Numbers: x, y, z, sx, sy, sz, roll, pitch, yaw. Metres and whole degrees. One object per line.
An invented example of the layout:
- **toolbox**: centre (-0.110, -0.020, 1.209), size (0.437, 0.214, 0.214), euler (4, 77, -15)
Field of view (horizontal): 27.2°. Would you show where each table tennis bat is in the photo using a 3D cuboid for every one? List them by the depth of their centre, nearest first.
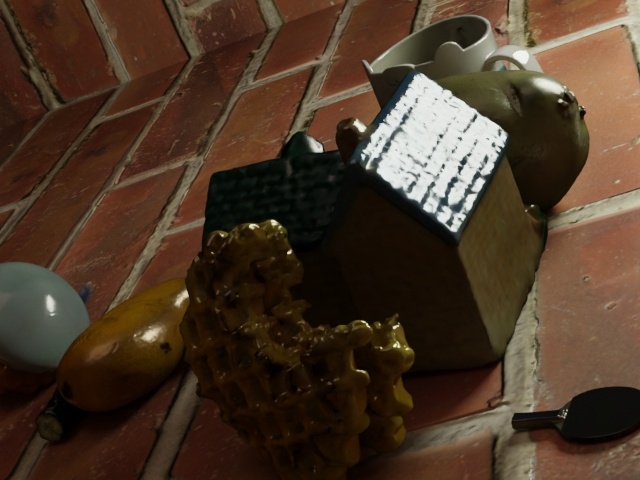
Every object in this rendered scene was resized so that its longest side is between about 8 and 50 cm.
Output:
- **table tennis bat**: centre (0.288, 0.194, 1.466), size (0.158, 0.014, 0.095), euler (-10, 26, 28)

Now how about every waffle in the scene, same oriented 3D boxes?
- **waffle**: centre (-0.037, 0.133, 1.573), size (0.151, 0.261, 0.324), euler (-11, 39, -37)

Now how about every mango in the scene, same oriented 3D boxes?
- **mango**: centre (-0.283, 0.161, 2.006), size (0.177, 0.120, 0.295), euler (-13, 15, 34)

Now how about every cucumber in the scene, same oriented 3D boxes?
- **cucumber**: centre (-0.382, 0.237, 2.014), size (0.058, 0.058, 0.187), euler (-18, 22, 14)

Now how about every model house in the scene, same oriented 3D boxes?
- **model house**: centre (0.064, -0.031, 1.785), size (0.382, 0.343, 0.334), euler (-12, 25, 29)

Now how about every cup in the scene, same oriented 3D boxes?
- **cup**: centre (0.239, -0.229, 2.183), size (0.289, 0.258, 0.219), euler (-6, 27, 38)

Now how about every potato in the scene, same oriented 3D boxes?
- **potato**: centre (0.239, -0.134, 1.984), size (0.326, 0.243, 0.221), euler (-1, 33, 17)

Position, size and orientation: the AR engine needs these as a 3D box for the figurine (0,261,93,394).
- **figurine**: centre (-0.573, 0.159, 2.214), size (0.381, 0.205, 0.224), euler (-16, 28, 28)
